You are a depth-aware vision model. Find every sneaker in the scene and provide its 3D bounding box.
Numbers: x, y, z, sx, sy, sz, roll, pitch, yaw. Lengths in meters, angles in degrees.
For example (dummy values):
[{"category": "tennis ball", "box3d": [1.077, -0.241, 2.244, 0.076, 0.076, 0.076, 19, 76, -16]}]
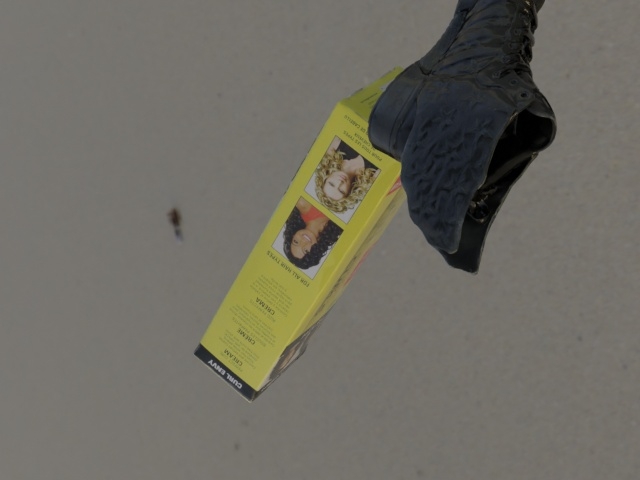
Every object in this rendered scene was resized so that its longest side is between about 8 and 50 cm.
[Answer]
[{"category": "sneaker", "box3d": [0.088, -0.073, 0.544, 0.089, 0.170, 0.051, 34, 173, 37]}]

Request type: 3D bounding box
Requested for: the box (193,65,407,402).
[{"category": "box", "box3d": [0.000, 0.000, 0.721, 0.058, 0.087, 0.232, 38, 125, 10]}]
